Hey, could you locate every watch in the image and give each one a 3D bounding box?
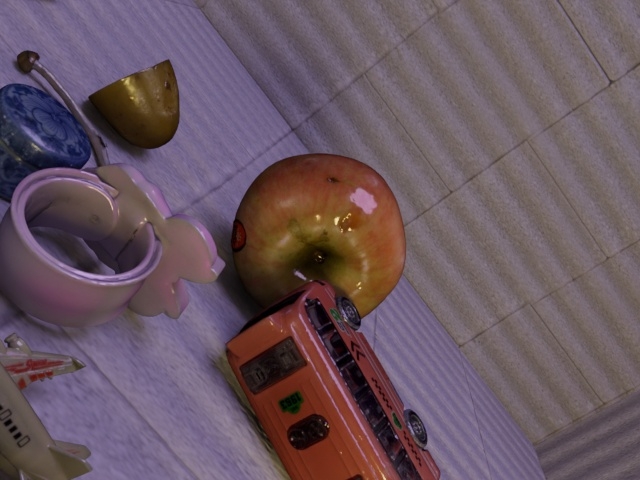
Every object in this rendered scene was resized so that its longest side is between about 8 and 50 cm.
[{"bbox_3d":[-0.296,0.026,0.760,0.248,0.211,0.217,47,33,1],"label":"watch"}]

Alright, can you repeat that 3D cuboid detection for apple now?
[{"bbox_3d":[0.000,0.000,1.255,0.391,0.391,0.346,51,15,-13],"label":"apple"}]

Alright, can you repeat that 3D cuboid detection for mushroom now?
[{"bbox_3d":[-0.443,-0.215,1.049,0.306,0.043,0.068,54,33,-6],"label":"mushroom"}]

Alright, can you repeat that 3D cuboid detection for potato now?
[{"bbox_3d":[-0.361,-0.271,1.190,0.158,0.178,0.203,65,-4,-24],"label":"potato"}]

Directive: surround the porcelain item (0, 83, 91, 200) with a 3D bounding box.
[{"bbox_3d":[-0.416,-0.139,0.819,0.147,0.114,0.147,49,15,-18],"label":"porcelain item"}]

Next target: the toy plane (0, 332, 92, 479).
[{"bbox_3d":[-0.311,0.152,0.530,0.256,0.104,0.242,53,18,-18],"label":"toy plane"}]

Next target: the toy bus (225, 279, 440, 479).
[{"bbox_3d":[0.013,0.295,1.012,0.427,0.203,0.233,59,21,8],"label":"toy bus"}]
